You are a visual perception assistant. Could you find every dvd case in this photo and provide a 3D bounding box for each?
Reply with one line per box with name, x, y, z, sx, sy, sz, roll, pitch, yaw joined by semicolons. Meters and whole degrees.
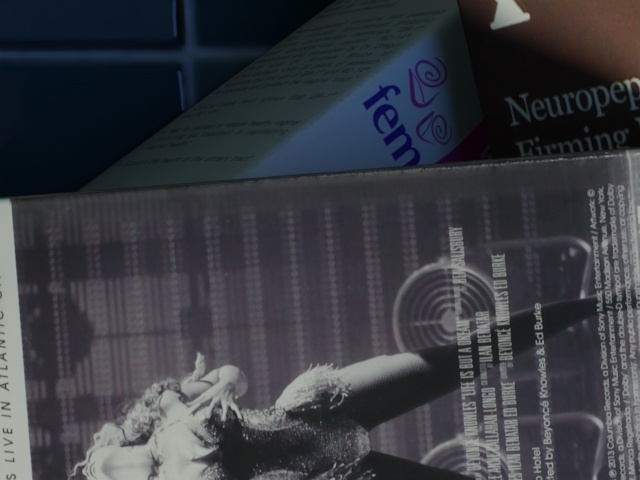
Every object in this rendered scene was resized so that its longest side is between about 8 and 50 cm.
dvd case;0.004;0.062;0.563;0.221;0.018;0.165;-5;90;1

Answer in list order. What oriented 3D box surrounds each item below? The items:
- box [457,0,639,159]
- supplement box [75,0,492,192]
box;0.160;-0.074;0.622;0.167;0.168;0.203;-17;95;-43
supplement box;0.000;0.000;0.683;0.220;0.114;0.111;-40;111;-27
